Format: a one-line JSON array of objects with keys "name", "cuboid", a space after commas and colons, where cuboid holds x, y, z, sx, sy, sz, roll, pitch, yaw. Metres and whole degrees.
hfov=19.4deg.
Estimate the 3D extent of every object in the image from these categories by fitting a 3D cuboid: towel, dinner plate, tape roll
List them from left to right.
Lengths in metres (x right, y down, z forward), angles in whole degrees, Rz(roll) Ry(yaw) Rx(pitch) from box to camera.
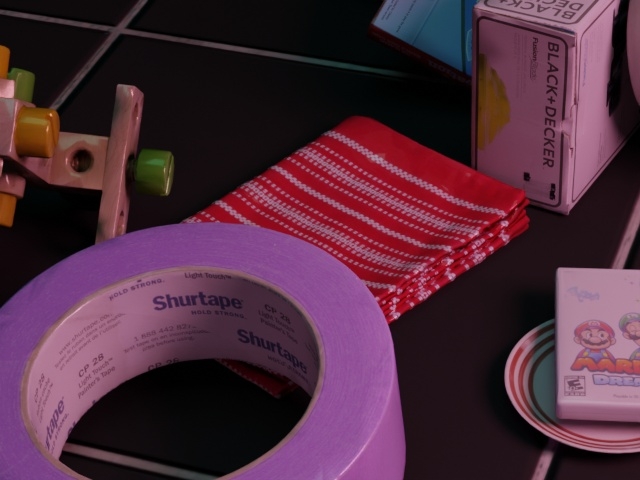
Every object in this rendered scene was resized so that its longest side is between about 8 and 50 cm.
[{"name": "tape roll", "cuboid": [-0.086, 0.113, 1.179, 0.274, 0.090, 0.275, -5, 42, 4]}, {"name": "towel", "cuboid": [0.000, 0.000, 1.395, 0.199, 0.031, 0.275, 29, 48, 36]}, {"name": "dinner plate", "cuboid": [0.195, 0.098, 1.264, 0.141, 0.017, 0.141, -3, 37, 2]}]

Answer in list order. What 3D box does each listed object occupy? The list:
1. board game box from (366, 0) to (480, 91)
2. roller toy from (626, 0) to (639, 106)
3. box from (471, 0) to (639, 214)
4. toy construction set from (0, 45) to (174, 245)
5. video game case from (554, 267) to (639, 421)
[{"name": "board game box", "cuboid": [0.166, -0.252, 1.586, 0.145, 0.027, 0.281, 28, 68, 6]}, {"name": "roller toy", "cuboid": [0.321, -0.167, 1.414, 0.146, 0.209, 0.191, 11, 56, 34]}, {"name": "box", "cuboid": [0.223, -0.171, 1.488, 0.087, 0.169, 0.290, 18, 43, 26]}, {"name": "toy construction set", "cuboid": [-0.233, -0.037, 1.336, 0.237, 0.257, 0.309, 12, 59, -1]}, {"name": "video game case", "cuboid": [0.237, 0.070, 1.267, 0.157, 0.019, 0.143, 1, 38, 6]}]
